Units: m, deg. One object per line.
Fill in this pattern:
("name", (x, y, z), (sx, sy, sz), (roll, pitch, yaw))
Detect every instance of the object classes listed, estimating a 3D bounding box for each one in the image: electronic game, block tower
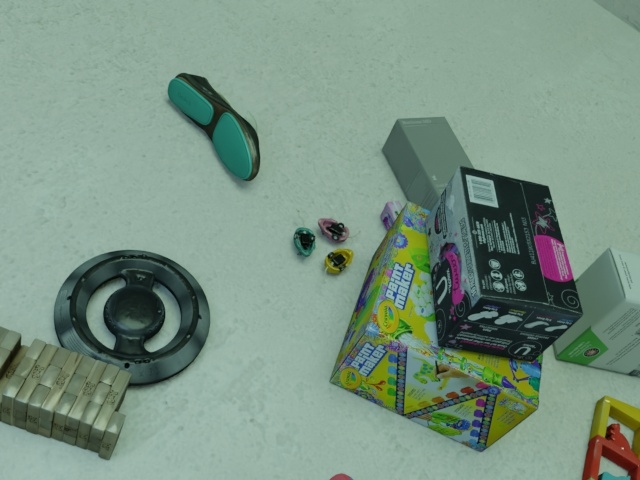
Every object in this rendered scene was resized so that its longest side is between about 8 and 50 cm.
("electronic game", (-0.280, 0.111, 1.071), (0.229, 0.048, 0.229), (11, 51, -15))
("block tower", (-0.413, 0.177, 0.932), (0.335, 0.091, 0.097), (23, 48, -6))

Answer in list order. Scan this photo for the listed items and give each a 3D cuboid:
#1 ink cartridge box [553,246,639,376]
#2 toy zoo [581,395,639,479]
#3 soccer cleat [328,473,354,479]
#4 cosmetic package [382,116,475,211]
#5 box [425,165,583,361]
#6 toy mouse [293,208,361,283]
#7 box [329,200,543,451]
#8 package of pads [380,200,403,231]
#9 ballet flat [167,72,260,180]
("ink cartridge box", (0.606, 0.148, 1.315), (0.289, 0.211, 0.121), (14, 47, -14))
("toy zoo", (0.545, 0.393, 1.209), (0.192, 0.030, 0.293), (31, 47, 3))
("soccer cleat", (0.043, 0.436, 0.938), (0.095, 0.083, 0.248), (35, 34, -35))
("cosmetic package", (0.235, -0.138, 1.461), (0.127, 0.107, 0.238), (-9, 60, -25))
("box", (0.260, 0.035, 1.065), (0.163, 0.142, 0.247), (11, 49, -12))
("toy mouse", (0.000, 0.000, 1.294), (0.143, 0.031, 0.161), (43, 49, 13))
("box", (0.204, 0.136, 1.173), (0.279, 0.177, 0.290), (26, 48, -2))
("package of pads", (0.148, -0.031, 1.369), (0.032, 0.050, 0.083), (-9, 57, -23))
("ballet flat", (-0.180, -0.229, 1.366), (0.096, 0.095, 0.280), (-18, 61, -47))
